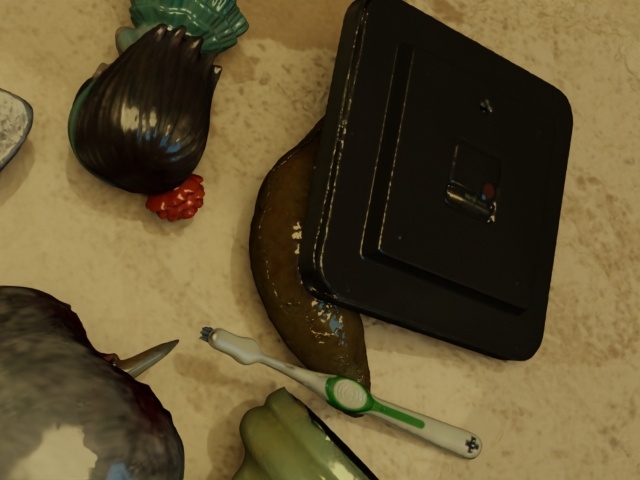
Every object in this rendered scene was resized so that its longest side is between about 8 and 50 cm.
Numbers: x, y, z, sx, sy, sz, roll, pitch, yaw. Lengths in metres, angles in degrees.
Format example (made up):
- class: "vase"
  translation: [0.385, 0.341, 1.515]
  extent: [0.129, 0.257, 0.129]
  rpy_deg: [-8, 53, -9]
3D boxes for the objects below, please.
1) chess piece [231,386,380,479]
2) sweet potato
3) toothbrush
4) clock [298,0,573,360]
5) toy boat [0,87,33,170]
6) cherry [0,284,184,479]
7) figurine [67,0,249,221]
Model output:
- class: "chess piece"
  translation: [-0.076, 0.276, 0.907]
  extent: [0.176, 0.176, 0.298]
  rpy_deg: [44, 85, -2]
- class: "sweet potato"
  translation: [-0.003, -0.002, 0.995]
  extent: [0.124, 0.098, 0.310]
  rpy_deg: [6, 81, -20]
- class: "toothbrush"
  translation: [0.028, 0.133, 0.957]
  extent: [0.304, 0.030, 0.030]
  rpy_deg: [27, 73, -29]
- class: "clock"
  translation: [0.119, -0.051, 1.003]
  extent: [0.278, 0.049, 0.274]
  rpy_deg: [20, 73, -35]
- class: "toy boat"
  translation: [-0.372, -0.059, 0.925]
  extent: [0.282, 0.078, 0.127]
  rpy_deg: [-20, 83, -17]
- class: "cherry"
  translation: [-0.226, 0.163, 0.840]
  extent: [0.296, 0.218, 0.255]
  rpy_deg: [-44, 67, -8]
- class: "figurine"
  translation: [-0.129, -0.149, 0.991]
  extent: [0.137, 0.110, 0.246]
  rpy_deg: [27, 66, -25]
